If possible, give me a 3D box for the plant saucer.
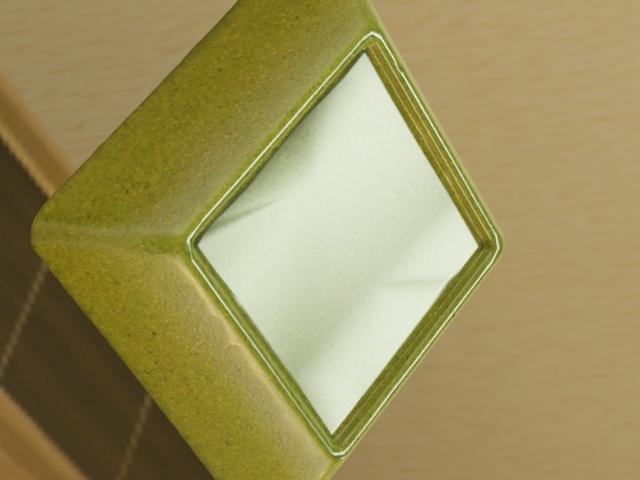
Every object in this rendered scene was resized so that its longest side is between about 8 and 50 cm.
[{"bbox_3d":[0.000,0.000,0.688,0.188,0.045,0.188,-50,126,-24],"label":"plant saucer"}]
